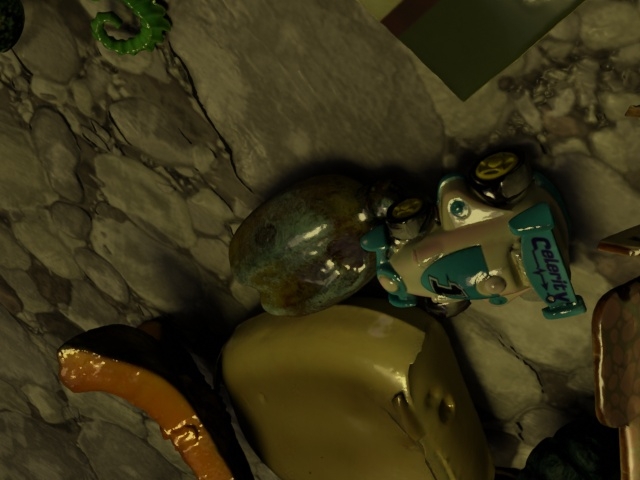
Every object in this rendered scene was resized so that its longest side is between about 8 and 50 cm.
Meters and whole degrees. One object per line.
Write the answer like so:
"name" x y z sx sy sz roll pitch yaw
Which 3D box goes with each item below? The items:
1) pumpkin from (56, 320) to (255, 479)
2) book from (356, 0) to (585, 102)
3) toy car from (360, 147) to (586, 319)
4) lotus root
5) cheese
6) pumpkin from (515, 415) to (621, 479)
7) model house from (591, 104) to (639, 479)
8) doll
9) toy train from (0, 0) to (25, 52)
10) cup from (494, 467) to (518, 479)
"pumpkin" -0.153 0.194 0.972 0.258 0.095 0.290 55 177 0
"book" 0.054 -0.241 0.571 0.289 0.026 0.201 44 139 -8
"toy car" 0.116 0.015 0.688 0.161 0.098 0.126 -19 119 13
"lotus root" 0.000 0.000 0.790 0.192 0.088 0.113 -32 103 36
"cheese" 0.017 0.170 0.920 0.315 0.128 0.260 -5 114 41
"pumpkin" 0.260 0.248 0.778 0.194 0.150 0.194 4 115 10
"model house" 0.298 0.076 0.488 0.244 0.169 0.326 12 115 48
"doll" -0.201 -0.225 0.732 0.115 0.050 0.190 -34 122 29
"toy train" -0.394 -0.275 0.769 0.304 0.150 0.222 20 125 8
"cup" 0.221 0.359 0.921 0.239 0.166 0.177 -7 127 41
